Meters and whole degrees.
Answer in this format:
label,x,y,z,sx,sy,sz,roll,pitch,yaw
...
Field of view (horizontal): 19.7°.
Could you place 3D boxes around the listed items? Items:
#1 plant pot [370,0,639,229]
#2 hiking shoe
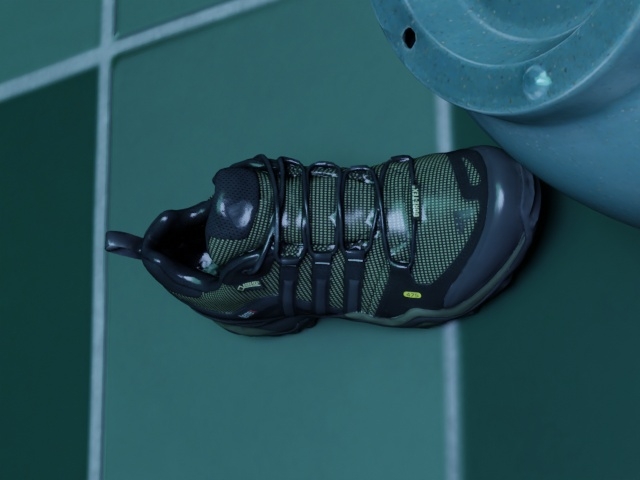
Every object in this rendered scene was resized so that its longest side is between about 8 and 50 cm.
label,x,y,z,sx,sy,sz,roll,pitch,yaw
plant pot,0.140,-0.135,0.740,0.293,0.196,0.293,2,93,50
hiking shoe,0.000,0.000,0.925,0.227,0.114,0.086,-17,67,36
